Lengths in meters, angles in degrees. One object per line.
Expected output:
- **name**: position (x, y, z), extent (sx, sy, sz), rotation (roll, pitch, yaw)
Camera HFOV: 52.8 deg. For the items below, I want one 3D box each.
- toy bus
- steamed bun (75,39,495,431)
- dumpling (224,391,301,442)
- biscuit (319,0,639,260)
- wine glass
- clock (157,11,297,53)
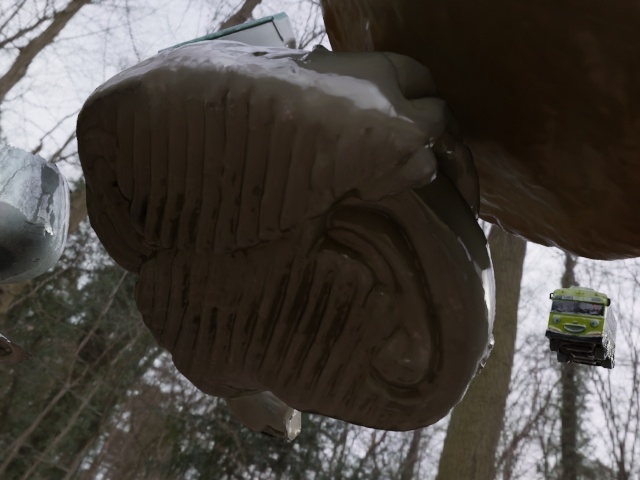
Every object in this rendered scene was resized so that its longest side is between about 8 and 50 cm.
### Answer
- **toy bus**: position (0.606, 0.203, 1.486), extent (0.128, 0.149, 0.262), rotation (4, -19, 31)
- **steamed bun**: position (-0.013, -0.026, 0.541), extent (0.325, 0.219, 0.309), rotation (-3, -63, 29)
- **dumpling**: position (-0.095, 0.244, 1.091), extent (0.118, 0.136, 0.199), rotation (-23, -66, 36)
- **biscuit**: position (0.123, -0.163, 0.503), extent (0.429, 0.104, 0.446), rotation (39, -19, 29)
- **wine glass**: position (-0.544, 0.014, 1.062), extent (0.238, 0.322, 0.238), rotation (8, -26, 4)
- **clock**: position (-0.166, -0.307, 1.286), extent (0.263, 0.116, 0.231), rotation (-20, -25, -9)
